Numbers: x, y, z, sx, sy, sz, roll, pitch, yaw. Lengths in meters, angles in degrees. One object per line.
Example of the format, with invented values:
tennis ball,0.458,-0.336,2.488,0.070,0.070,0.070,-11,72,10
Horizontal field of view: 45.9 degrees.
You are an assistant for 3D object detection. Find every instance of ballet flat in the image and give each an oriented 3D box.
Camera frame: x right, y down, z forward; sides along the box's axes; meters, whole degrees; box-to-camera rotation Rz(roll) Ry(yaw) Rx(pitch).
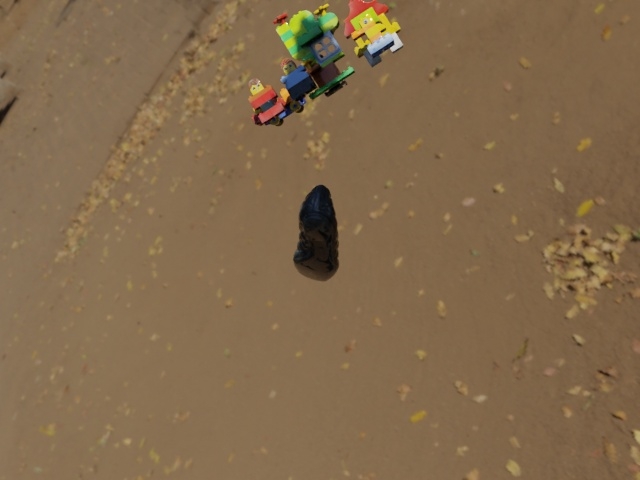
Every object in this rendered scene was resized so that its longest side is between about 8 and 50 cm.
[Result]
ballet flat,0.000,0.000,0.896,0.173,0.057,0.049,98,-173,-59

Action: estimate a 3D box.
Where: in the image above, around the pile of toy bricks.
pile of toy bricks,-0.013,-0.230,0.908,0.212,0.105,0.118,-32,-1,9
